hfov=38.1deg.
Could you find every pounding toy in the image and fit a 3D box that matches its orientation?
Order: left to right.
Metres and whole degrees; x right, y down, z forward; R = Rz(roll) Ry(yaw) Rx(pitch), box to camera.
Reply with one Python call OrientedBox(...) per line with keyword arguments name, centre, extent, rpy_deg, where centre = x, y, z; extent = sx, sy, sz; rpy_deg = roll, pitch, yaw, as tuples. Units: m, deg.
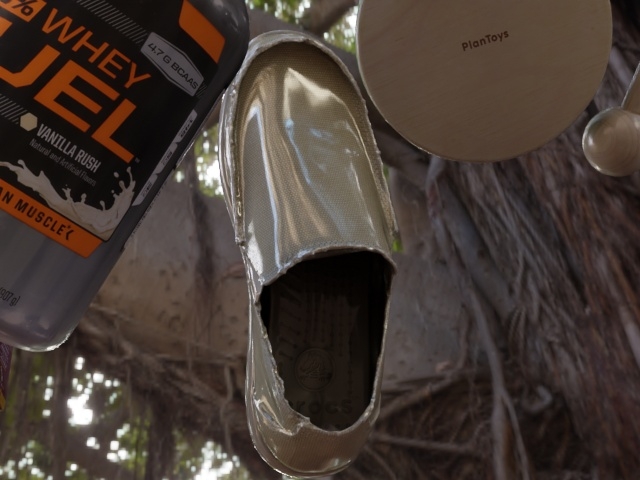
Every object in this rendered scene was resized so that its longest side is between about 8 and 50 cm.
OrientedBox(name="pounding toy", centre=(0.145, -0.152, 0.709), extent=(0.236, 0.110, 0.183), rpy_deg=(11, -76, 1))

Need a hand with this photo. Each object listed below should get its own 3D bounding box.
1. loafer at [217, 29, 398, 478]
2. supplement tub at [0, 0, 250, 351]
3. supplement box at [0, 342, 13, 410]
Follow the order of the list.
OrientedBox(name="loafer", centre=(0.000, 0.000, 0.533), extent=(0.101, 0.269, 0.092), rpy_deg=(-4, -9, -18))
OrientedBox(name="supplement tub", centre=(-0.106, -0.062, 0.375), extent=(0.117, 0.117, 0.190), rpy_deg=(35, -98, -36))
OrientedBox(name="supplement box", centre=(-0.252, 0.078, 0.663), extent=(0.055, 0.083, 0.043), rpy_deg=(-3, -38, -6))
